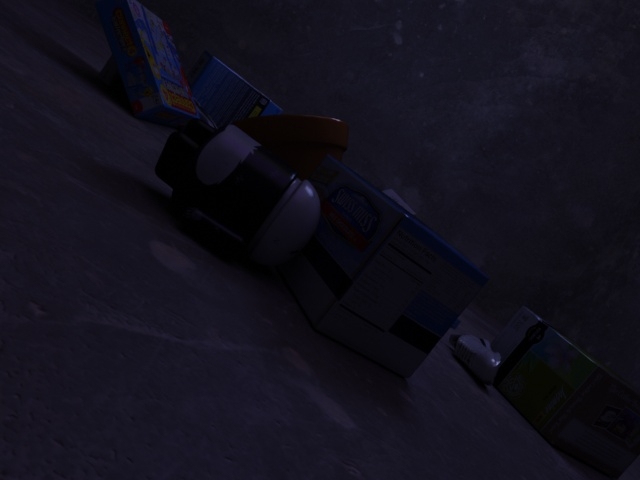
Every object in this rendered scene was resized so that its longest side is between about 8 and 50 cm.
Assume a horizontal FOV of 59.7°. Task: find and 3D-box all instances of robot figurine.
[{"bbox_3d":[-0.134,-0.077,0.933,0.278,0.209,0.173,36,-12,-4],"label":"robot figurine"}]

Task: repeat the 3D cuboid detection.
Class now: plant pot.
[{"bbox_3d":[-0.076,-0.176,1.354,0.291,0.203,0.291,0,0,0],"label":"plant pot"}]

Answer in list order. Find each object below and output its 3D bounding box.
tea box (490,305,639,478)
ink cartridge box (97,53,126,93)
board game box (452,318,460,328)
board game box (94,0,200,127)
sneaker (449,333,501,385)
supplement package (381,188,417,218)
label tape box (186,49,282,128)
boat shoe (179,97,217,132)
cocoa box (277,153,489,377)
[{"bbox_3d":[0.655,0.394,1.469,0.329,0.220,0.323,32,8,-29],"label":"tea box"},{"bbox_3d":[-0.567,-0.485,1.604,0.060,0.104,0.180,37,8,0],"label":"ink cartridge box"},{"bbox_3d":[0.407,0.226,2.016,0.160,0.039,0.211,36,7,-9],"label":"board game box"},{"bbox_3d":[-0.465,-0.480,1.546,0.308,0.086,0.302,-52,124,-82],"label":"board game box"},{"bbox_3d":[0.392,0.299,1.432,0.095,0.090,0.235,24,4,0],"label":"sneaker"},{"bbox_3d":[0.179,-0.022,1.674,0.293,0.175,0.177,-109,-173,-70],"label":"supplement package"},{"bbox_3d":[-0.349,-0.491,2.068,0.348,0.249,0.115,30,11,-42],"label":"label tape box"},{"bbox_3d":[-0.450,-0.418,1.785,0.335,0.121,0.119,50,3,12],"label":"boat shoe"},{"bbox_3d":[0.082,0.030,1.023,0.231,0.228,0.347,33,9,-30],"label":"cocoa box"}]
